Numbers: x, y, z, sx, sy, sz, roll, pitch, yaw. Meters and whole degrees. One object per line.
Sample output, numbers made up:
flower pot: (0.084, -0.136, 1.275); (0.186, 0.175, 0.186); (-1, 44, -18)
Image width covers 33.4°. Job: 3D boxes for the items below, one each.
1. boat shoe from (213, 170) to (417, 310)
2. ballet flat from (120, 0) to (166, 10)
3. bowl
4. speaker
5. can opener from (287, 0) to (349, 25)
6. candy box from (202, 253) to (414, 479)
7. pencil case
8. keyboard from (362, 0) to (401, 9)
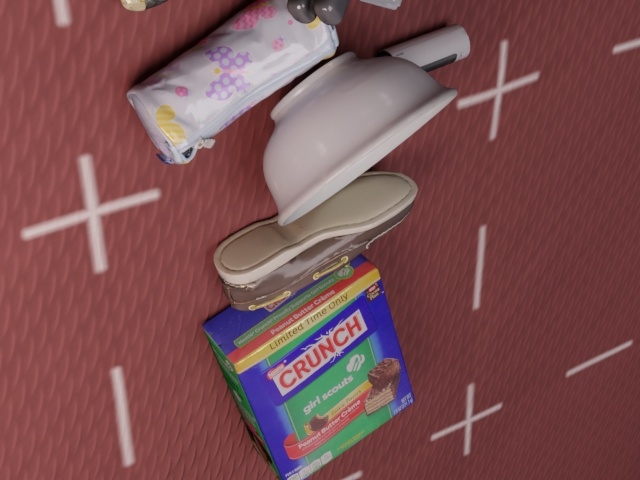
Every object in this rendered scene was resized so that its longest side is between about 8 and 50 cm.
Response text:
boat shoe: (0.000, 0.000, 1.568); (0.324, 0.116, 0.096); (-27, 135, -17)
ballet flat: (-0.163, -0.324, 1.277); (0.173, 0.049, 0.057); (-33, 131, -18)
bowl: (0.028, -0.158, 1.430); (0.298, 0.298, 0.134); (-36, 89, -14)
speaker: (0.151, -0.272, 1.553); (0.136, 0.055, 0.055); (-24, 129, -25)
can opener: (0.043, -0.383, 1.322); (0.095, 0.076, 0.283); (42, 62, -57)
candy box: (-0.010, 0.195, 1.673); (0.268, 0.122, 0.317); (-33, 131, -17)
pencil case: (-0.109, -0.211, 1.340); (0.273, 0.124, 0.113); (-39, 133, -13)
keyboard: (0.122, -0.444, 1.454); (0.072, 0.014, 0.256); (7, 112, -35)
